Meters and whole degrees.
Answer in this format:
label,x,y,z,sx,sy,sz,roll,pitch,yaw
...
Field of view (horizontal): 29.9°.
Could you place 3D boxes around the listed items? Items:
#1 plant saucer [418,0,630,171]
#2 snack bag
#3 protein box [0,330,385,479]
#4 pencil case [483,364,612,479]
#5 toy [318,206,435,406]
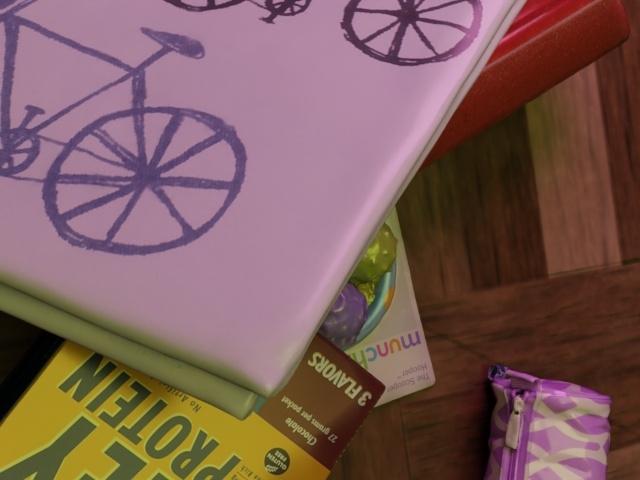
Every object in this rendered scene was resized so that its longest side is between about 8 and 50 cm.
label,x,y,z,sx,sy,sz,roll,pitch,yaw
plant saucer,0.045,-0.186,0.746,0.258,0.048,0.259,-32,85,-23
snack bag,-0.073,-0.105,0.587,0.342,0.323,0.037,-56,151,-29
protein box,-0.106,0.116,0.609,0.136,0.201,0.199,39,72,-11
pencil case,0.140,0.188,0.791,0.088,0.086,0.206,19,77,-58
toy,0.000,0.000,0.752,0.137,0.056,0.237,-16,95,-23
